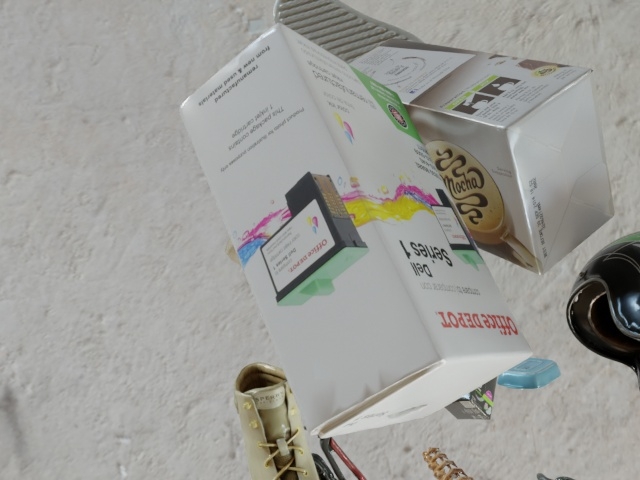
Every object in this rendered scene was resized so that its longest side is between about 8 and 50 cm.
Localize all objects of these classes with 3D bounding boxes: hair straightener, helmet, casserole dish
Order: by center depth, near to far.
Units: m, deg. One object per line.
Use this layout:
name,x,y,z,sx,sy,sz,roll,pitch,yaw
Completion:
helmet,0.336,0.066,0.740,0.169,0.162,0.170,-5,120,-8
hair straightener,0.024,0.409,1.292,0.089,0.047,0.230,-38,107,-11
casserole dish,0.493,0.311,1.783,0.114,0.188,0.037,-1,96,40

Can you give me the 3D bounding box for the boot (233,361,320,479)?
boot,-0.047,0.288,0.987,0.095,0.262,0.204,-12,107,-13

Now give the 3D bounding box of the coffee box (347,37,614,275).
coffee box,0.145,-0.104,0.805,0.297,0.118,0.168,30,149,51

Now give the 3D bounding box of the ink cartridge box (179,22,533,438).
ink cartridge box,0.032,-0.003,0.602,0.117,0.201,0.278,-34,68,24

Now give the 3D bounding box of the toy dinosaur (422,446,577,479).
toy dinosaur,0.255,0.347,0.842,0.164,0.218,0.322,-38,67,23

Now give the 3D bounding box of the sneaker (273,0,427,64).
sneaker,0.077,-0.268,1.150,0.321,0.127,0.126,39,89,10

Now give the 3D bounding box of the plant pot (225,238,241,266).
plant pot,0.000,0.000,1.424,0.305,0.334,0.334,28,115,-8

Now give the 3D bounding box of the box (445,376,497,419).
box,0.199,0.189,1.009,0.052,0.083,0.062,-10,139,38
